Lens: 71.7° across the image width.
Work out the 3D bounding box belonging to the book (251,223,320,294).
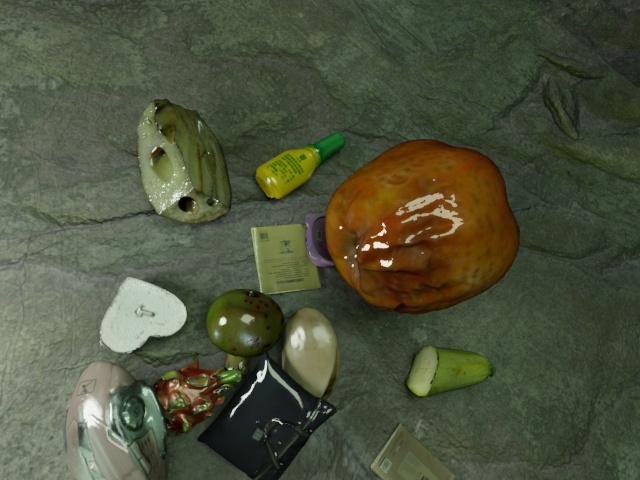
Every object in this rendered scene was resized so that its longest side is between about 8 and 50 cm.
[{"bbox_3d":[-0.095,0.048,1.212,0.168,0.013,0.192,-4,72,-20],"label":"book"}]

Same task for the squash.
[{"bbox_3d":[0.377,0.337,1.202,0.288,0.137,0.137,-2,71,-23],"label":"squash"}]

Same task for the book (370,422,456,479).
[{"bbox_3d":[0.235,0.583,1.116,0.199,0.016,0.138,44,63,2],"label":"book"}]

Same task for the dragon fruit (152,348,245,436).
[{"bbox_3d":[-0.271,0.321,0.963,0.236,0.135,0.137,-41,89,0],"label":"dragon fruit"}]

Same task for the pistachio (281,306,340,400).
[{"bbox_3d":[-0.021,0.277,1.067,0.138,0.153,0.237,-5,99,-40],"label":"pistachio"}]

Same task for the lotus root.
[{"bbox_3d":[-0.362,-0.195,1.159,0.210,0.142,0.313,13,54,-55],"label":"lotus root"}]

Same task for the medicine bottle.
[{"bbox_3d":[-0.047,-0.232,1.300,0.309,0.076,0.111,-37,87,-26],"label":"medicine bottle"}]

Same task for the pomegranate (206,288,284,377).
[{"bbox_3d":[-0.192,0.210,1.044,0.179,0.179,0.210,42,94,0],"label":"pomegranate"}]

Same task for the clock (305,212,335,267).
[{"bbox_3d":[0.000,0.000,1.229,0.110,0.050,0.152,7,66,-30],"label":"clock"}]

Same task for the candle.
[{"bbox_3d":[-0.419,0.166,1.029,0.192,0.068,0.168,-18,80,-25],"label":"candle"}]

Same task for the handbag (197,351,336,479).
[{"bbox_3d":[-0.118,0.412,0.998,0.211,0.089,0.254,38,91,0],"label":"handbag"}]

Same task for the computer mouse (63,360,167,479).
[{"bbox_3d":[-0.405,0.430,0.865,0.200,0.115,0.388,-18,86,20],"label":"computer mouse"}]

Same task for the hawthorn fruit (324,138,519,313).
[{"bbox_3d":[0.242,-0.018,1.112,0.472,0.472,0.471,6,68,-16],"label":"hawthorn fruit"}]
